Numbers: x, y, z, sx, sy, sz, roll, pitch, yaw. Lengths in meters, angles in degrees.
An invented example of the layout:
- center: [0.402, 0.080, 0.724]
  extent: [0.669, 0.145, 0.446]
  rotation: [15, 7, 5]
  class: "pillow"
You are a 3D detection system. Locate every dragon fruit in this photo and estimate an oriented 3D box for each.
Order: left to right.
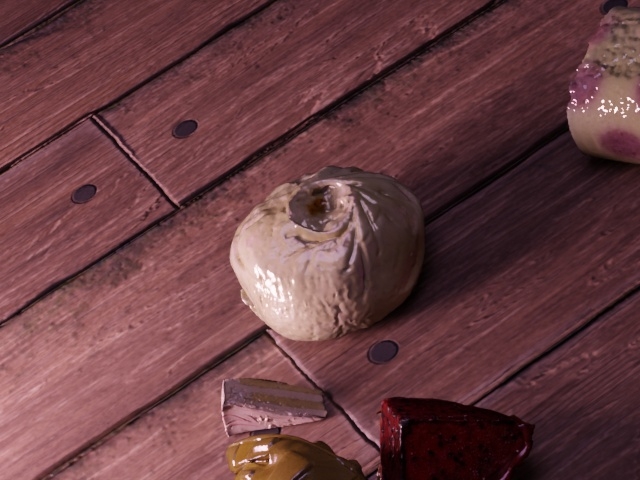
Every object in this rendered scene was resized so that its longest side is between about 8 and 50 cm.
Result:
- center: [0.141, 0.232, 2.017]
  extent: [0.161, 0.120, 0.127]
  rotation: [-1, 10, -3]
  class: "dragon fruit"

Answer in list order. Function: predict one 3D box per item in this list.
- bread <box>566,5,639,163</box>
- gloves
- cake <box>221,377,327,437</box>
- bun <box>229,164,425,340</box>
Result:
- center: [0.477, -0.178, 2.239]
  extent: [0.338, 0.155, 0.187]
  rotation: [10, 55, 32]
  class: "bread"
- center: [-0.001, 0.292, 1.945]
  extent: [0.331, 0.141, 0.154]
  rotation: [31, 87, 39]
  class: "gloves"
- center: [-0.054, 0.192, 2.181]
  extent: [0.121, 0.065, 0.052]
  rotation: [4, 43, -3]
  class: "cake"
- center: [0.000, 0.000, 2.273]
  extent: [0.244, 0.153, 0.244]
  rotation: [-14, 37, 11]
  class: "bun"
